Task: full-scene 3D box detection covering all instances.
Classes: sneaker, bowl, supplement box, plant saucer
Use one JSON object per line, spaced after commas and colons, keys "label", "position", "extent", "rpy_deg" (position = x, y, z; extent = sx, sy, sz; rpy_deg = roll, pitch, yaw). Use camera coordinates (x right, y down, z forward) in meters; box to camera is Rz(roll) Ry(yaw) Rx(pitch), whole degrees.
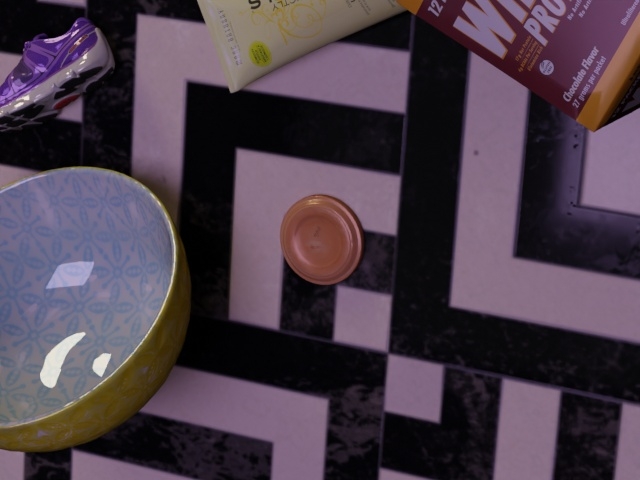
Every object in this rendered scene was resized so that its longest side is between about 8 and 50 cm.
{"label": "sneaker", "position": [-0.270, -0.155, 1.895], "extent": [0.170, 0.068, 0.071], "rpy_deg": [-28, 74, 20]}
{"label": "bowl", "position": [-0.234, 0.089, 1.853], "extent": [0.289, 0.289, 0.156], "rpy_deg": [1, 145, 26]}
{"label": "supplement box", "position": [0.199, -0.202, 1.568], "extent": [0.191, 0.194, 0.129], "rpy_deg": [35, 115, 15]}
{"label": "plant saucer", "position": [0.000, 0.000, 1.815], "extent": [0.083, 0.013, 0.083], "rpy_deg": [6, 104, 24]}

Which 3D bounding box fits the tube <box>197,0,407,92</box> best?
{"label": "tube", "position": [-0.001, -0.205, 1.746], "extent": [0.240, 0.062, 0.070], "rpy_deg": [-16, 54, 33]}
